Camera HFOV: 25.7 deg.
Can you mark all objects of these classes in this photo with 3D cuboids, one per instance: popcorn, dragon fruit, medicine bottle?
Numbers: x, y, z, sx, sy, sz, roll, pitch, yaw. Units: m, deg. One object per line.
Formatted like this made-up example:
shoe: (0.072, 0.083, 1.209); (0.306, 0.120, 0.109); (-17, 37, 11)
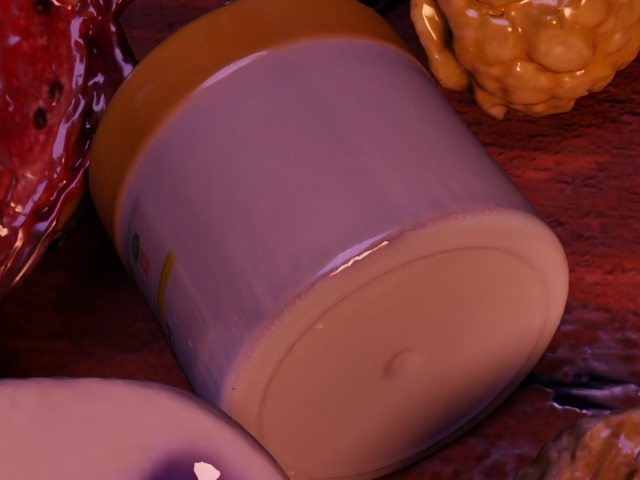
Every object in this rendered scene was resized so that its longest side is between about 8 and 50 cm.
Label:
popcorn: (0.151, -0.221, 1.037); (0.250, 0.190, 0.250); (12, 66, -27)
dragon fruit: (-0.269, -0.059, 0.987); (0.329, 0.228, 0.286); (-28, 91, -21)
medicine bottle: (0.000, 0.000, 0.886); (0.238, 0.238, 0.232); (-27, 52, -6)

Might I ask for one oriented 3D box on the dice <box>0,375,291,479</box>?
dice: (-0.161, 0.221, 0.704); (0.259, 0.243, 0.251); (4, 62, -32)

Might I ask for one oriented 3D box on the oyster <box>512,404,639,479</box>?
oyster: (0.117, 0.209, 0.764); (0.110, 0.166, 0.341); (31, 83, 23)

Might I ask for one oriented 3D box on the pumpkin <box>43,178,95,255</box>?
pumpkin: (-0.262, -0.035, 1.089); (0.278, 0.111, 0.163); (-9, 67, 17)

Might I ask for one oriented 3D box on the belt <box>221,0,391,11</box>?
belt: (-0.028, -0.178, 1.125); (0.126, 0.094, 0.359); (20, 60, 31)
